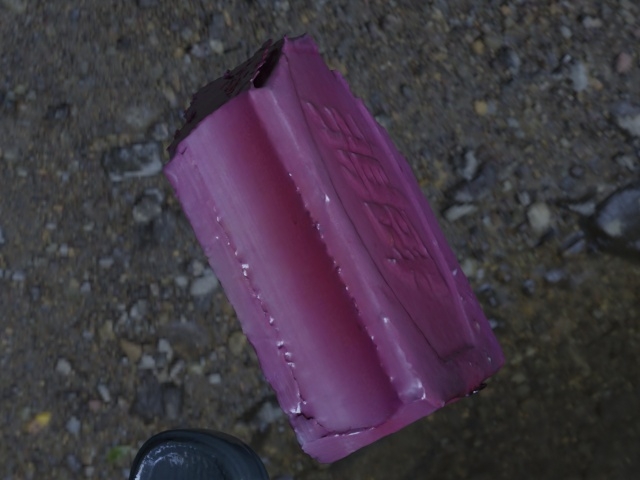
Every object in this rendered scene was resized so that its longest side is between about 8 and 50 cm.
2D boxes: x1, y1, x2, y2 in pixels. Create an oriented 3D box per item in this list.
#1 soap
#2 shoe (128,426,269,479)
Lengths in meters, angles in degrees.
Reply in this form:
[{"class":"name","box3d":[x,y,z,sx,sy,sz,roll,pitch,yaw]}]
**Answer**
[{"class":"soap","box3d":[0.000,0.000,0.742,0.099,0.162,0.250,-30,84,25]},{"class":"shoe","box3d":[-0.088,0.222,0.644,0.108,0.093,0.241,3,89,28]}]
